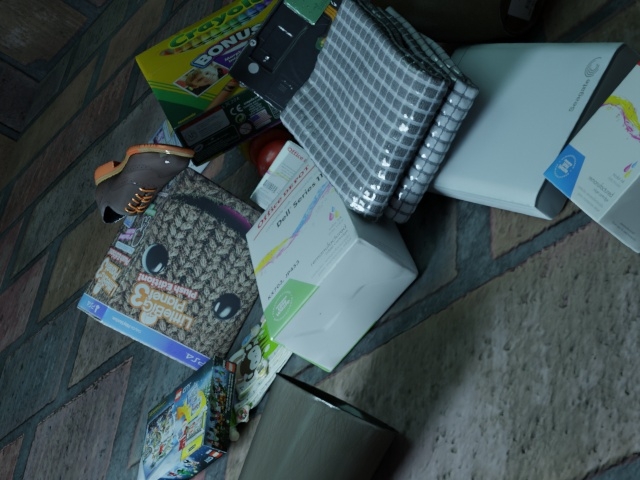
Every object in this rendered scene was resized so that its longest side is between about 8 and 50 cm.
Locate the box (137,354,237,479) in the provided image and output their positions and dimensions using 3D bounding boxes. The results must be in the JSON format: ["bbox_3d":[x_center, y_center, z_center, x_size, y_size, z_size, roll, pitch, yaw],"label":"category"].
[{"bbox_3d":[-0.217,0.305,1.638,0.233,0.044,0.159,-41,33,41],"label":"box"}]

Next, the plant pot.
[{"bbox_3d":[0.212,-0.381,1.514,0.230,0.215,0.215,28,87,41],"label":"plant pot"}]

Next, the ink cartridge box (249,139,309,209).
[{"bbox_3d":[-0.048,-0.096,1.745,0.122,0.088,0.052,-56,-16,5],"label":"ink cartridge box"}]

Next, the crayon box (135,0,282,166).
[{"bbox_3d":[-0.135,-0.331,1.907,0.363,0.106,0.313,-30,41,-3],"label":"crayon box"}]

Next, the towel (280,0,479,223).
[{"bbox_3d":[0.071,-0.192,1.443,0.283,0.121,0.235,54,129,44],"label":"towel"}]

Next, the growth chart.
[{"bbox_3d":[-0.098,0.186,1.624,0.237,0.021,0.172,-57,27,0],"label":"growth chart"}]

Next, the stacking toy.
[{"bbox_3d":[-0.107,-0.193,1.925,0.141,0.141,0.330,-51,35,14],"label":"stacking toy"}]

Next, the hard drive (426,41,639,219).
[{"bbox_3d":[0.245,-0.160,1.384,0.233,0.047,0.353,-61,28,-5],"label":"hard drive"}]

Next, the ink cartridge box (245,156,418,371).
[{"bbox_3d":[0.000,0.000,1.542,0.207,0.119,0.353,-50,28,18],"label":"ink cartridge box"}]

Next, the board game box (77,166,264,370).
[{"bbox_3d":[-0.231,0.048,1.751,0.141,0.232,0.291,14,75,61],"label":"board game box"}]

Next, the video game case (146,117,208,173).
[{"bbox_3d":[-0.345,-0.181,2.349,0.244,0.061,0.269,-51,29,16],"label":"video game case"}]

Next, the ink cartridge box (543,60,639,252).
[{"bbox_3d":[0.367,-0.117,1.107,0.231,0.078,0.134,-52,28,12],"label":"ink cartridge box"}]

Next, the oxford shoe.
[{"bbox_3d":[-0.282,-0.090,1.651,0.271,0.097,0.098,-19,67,54],"label":"oxford shoe"}]

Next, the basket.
[{"bbox_3d":[-0.028,0.301,1.263,0.204,0.154,0.226,18,81,63],"label":"basket"}]

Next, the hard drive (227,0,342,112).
[{"bbox_3d":[0.035,-0.349,1.711,0.339,0.237,0.064,-53,11,12],"label":"hard drive"}]
